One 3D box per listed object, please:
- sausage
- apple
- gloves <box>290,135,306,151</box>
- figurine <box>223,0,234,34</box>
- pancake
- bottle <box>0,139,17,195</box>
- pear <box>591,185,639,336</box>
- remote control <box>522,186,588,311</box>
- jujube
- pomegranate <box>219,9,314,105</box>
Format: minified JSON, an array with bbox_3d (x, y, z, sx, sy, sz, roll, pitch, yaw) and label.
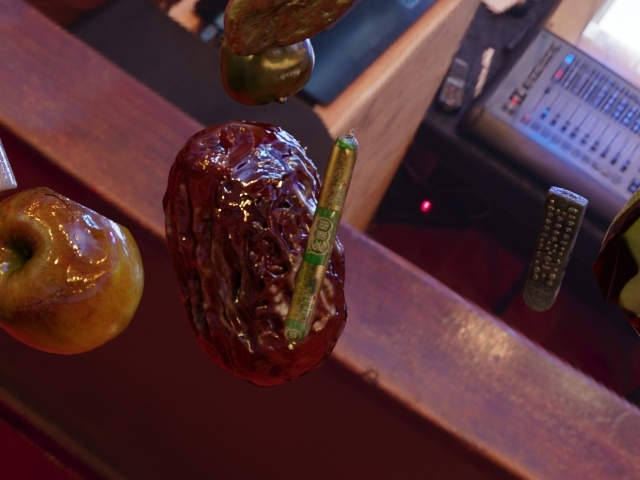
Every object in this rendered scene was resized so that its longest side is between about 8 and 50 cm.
[{"bbox_3d":[0.000,0.000,1.250,0.032,0.033,0.269,14,98,-7],"label":"sausage"},{"bbox_3d":[-0.254,0.034,1.049,0.163,0.147,0.146,22,88,27],"label":"apple"},{"bbox_3d":[-0.068,-0.097,1.781,0.070,0.153,0.114,-8,35,-41],"label":"gloves"},{"bbox_3d":[-0.108,-0.431,2.104,0.173,0.173,0.173,7,58,-12],"label":"figurine"},{"bbox_3d":[-0.033,-0.347,1.517,0.253,0.253,0.037,-25,74,-28],"label":"pancake"},{"bbox_3d":[-0.584,-0.172,1.797,0.209,0.097,0.110,72,20,-2],"label":"bottle"},{"bbox_3d":[0.561,-0.008,1.426,0.398,0.399,0.165,15,48,-7],"label":"pear"},{"bbox_3d":[0.253,0.013,1.173,0.043,0.153,0.027,31,43,28],"label":"remote control"},{"bbox_3d":[-0.081,0.022,1.464,0.258,0.377,0.258,-3,33,2],"label":"jujube"},{"bbox_3d":[-0.097,-0.298,1.706,0.152,0.131,0.191,-17,43,-19],"label":"pomegranate"}]
